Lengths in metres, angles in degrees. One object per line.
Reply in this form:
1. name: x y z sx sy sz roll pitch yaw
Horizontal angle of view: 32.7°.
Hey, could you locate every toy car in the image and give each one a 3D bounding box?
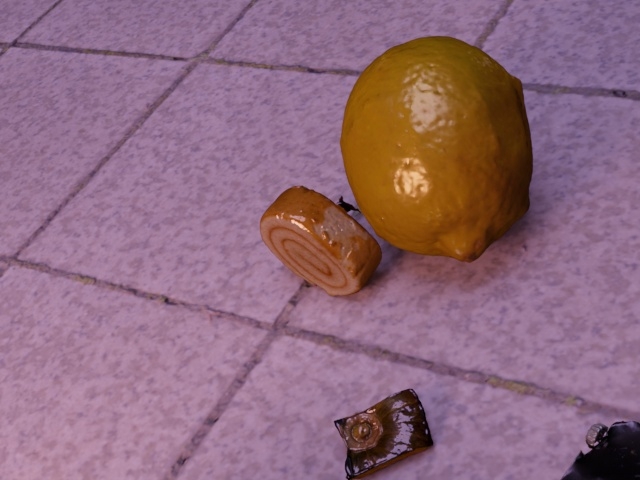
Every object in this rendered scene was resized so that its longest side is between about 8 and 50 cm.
1. toy car: 0.253 0.248 0.986 0.095 0.056 0.205 23 61 41

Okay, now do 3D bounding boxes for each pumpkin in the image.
1. pumpkin: 0.066 0.207 1.143 0.101 0.035 0.073 -20 50 -2

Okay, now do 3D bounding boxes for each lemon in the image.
1. lemon: 0.139 -0.108 1.294 0.233 0.233 0.288 -16 73 8

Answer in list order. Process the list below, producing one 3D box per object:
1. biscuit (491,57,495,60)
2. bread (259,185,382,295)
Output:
1. biscuit: 0.193 -0.188 1.500 0.183 0.061 0.118 -42 2 -22
2. bread: 0.000 0.000 1.335 0.073 0.149 0.122 -51 5 -29
